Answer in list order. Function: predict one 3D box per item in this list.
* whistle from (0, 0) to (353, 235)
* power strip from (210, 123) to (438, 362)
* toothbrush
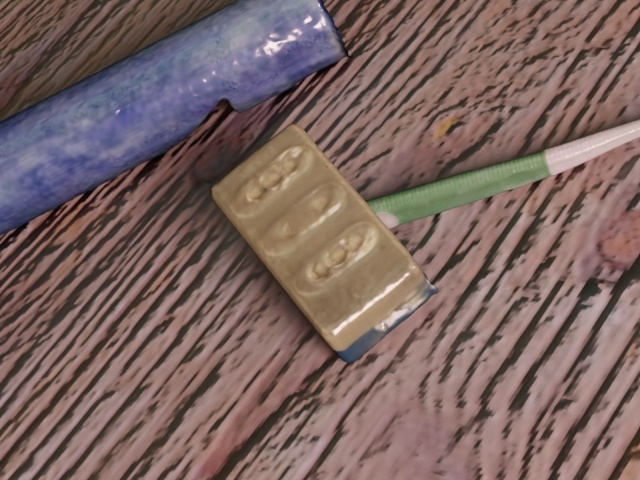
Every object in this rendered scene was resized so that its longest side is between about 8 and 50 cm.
[{"bbox_3d":[-0.131,-0.061,0.888,0.304,0.062,0.062,-27,37,4],"label":"whistle"},{"bbox_3d":[0.000,0.000,0.734,0.056,0.032,0.123,-39,50,-1],"label":"power strip"},{"bbox_3d":[0.089,-0.031,0.744,0.257,0.018,0.024,-16,46,17],"label":"toothbrush"}]
